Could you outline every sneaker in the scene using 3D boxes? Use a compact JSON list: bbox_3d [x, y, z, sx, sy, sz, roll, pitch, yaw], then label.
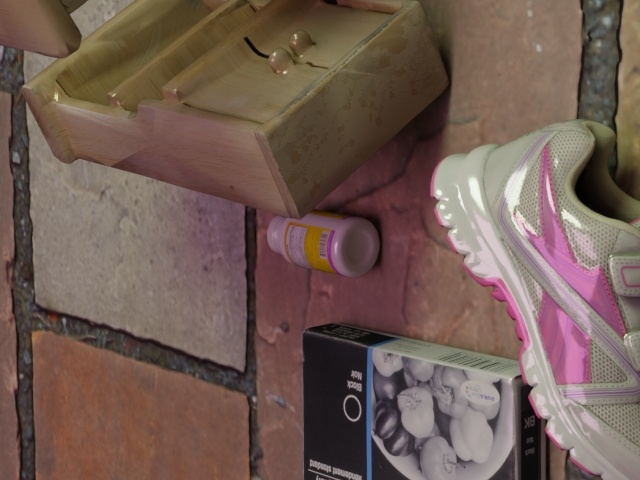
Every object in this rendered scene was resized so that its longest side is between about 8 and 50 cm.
[{"bbox_3d":[0.169,0.037,0.992,0.111,0.103,0.252,-34,83,29],"label":"sneaker"}]

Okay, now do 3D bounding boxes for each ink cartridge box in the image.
[{"bbox_3d":[0.069,0.173,1.178,0.206,0.045,0.208,8,105,47],"label":"ink cartridge box"}]

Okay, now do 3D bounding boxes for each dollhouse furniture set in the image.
[{"bbox_3d":[-0.112,-0.236,1.084,0.256,0.362,0.394,15,139,45],"label":"dollhouse furniture set"}]

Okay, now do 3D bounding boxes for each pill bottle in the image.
[{"bbox_3d":[0.000,0.000,1.222,0.083,0.043,0.043,11,106,47],"label":"pill bottle"}]
